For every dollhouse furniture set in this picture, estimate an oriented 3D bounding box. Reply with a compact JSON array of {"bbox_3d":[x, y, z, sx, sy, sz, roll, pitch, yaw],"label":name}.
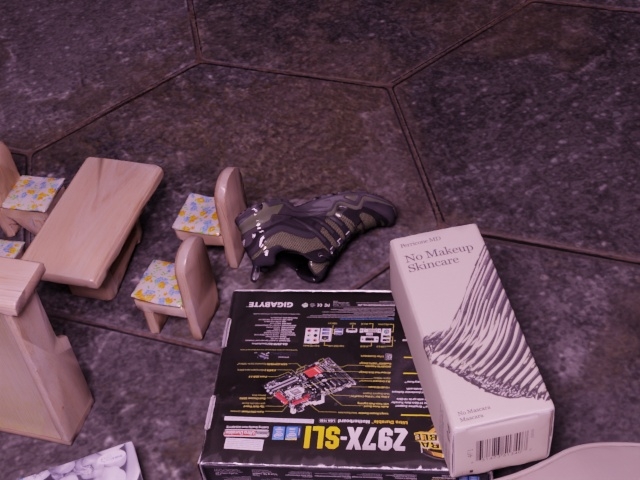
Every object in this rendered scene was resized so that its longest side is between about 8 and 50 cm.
[{"bbox_3d":[-0.329,0.009,1.343,0.362,0.256,0.394,8,47,15],"label":"dollhouse furniture set"}]

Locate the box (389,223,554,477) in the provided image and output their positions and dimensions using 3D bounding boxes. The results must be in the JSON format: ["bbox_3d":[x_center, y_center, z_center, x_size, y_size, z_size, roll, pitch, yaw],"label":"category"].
[{"bbox_3d":[0.158,0.113,1.179,0.113,0.094,0.275,-12,46,-5],"label":"box"}]

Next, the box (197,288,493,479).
[{"bbox_3d":[0.038,0.174,1.254,0.322,0.079,0.257,0,47,7],"label":"box"}]

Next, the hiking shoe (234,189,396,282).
[{"bbox_3d":[0.000,0.000,1.442,0.227,0.086,0.114,-7,79,-20],"label":"hiking shoe"}]

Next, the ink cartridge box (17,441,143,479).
[{"bbox_3d":[-0.276,0.337,1.158,0.206,0.045,0.208,-18,47,-10],"label":"ink cartridge box"}]

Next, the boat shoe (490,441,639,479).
[{"bbox_3d":[0.243,0.290,1.114,0.335,0.095,0.112,-10,34,-8],"label":"boat shoe"}]
